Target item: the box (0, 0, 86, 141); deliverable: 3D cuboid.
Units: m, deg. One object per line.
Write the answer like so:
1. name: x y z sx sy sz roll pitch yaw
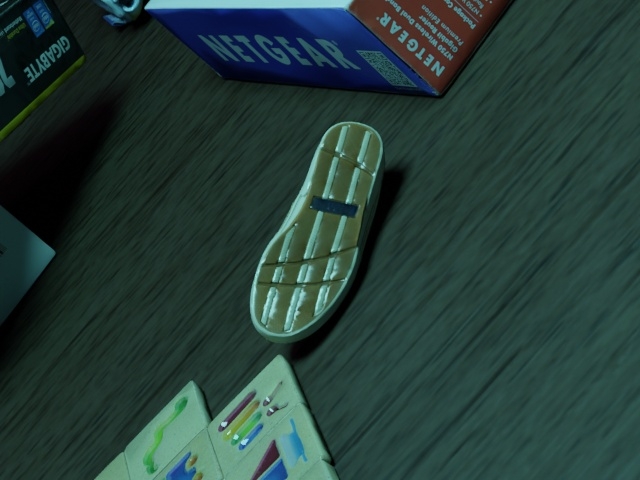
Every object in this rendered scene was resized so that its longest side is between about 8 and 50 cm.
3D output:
1. box: -0.342 -0.061 1.382 0.257 0.079 0.322 -22 17 25

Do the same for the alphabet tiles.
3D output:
1. alphabet tiles: -0.120 0.214 0.960 0.342 0.011 0.285 -46 24 8

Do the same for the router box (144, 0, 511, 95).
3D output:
1. router box: 0.057 -0.240 1.243 0.301 0.082 0.335 -54 24 -9

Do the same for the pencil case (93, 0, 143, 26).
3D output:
1. pencil case: -0.121 -0.314 1.629 0.273 0.113 0.124 -50 32 -2

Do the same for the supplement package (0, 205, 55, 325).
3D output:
1. supplement package: -0.296 0.013 1.451 0.105 0.105 0.179 -55 24 -15

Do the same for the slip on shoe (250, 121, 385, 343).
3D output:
1. slip on shoe: 0.000 0.000 1.038 0.041 0.051 0.135 89 -163 -62
